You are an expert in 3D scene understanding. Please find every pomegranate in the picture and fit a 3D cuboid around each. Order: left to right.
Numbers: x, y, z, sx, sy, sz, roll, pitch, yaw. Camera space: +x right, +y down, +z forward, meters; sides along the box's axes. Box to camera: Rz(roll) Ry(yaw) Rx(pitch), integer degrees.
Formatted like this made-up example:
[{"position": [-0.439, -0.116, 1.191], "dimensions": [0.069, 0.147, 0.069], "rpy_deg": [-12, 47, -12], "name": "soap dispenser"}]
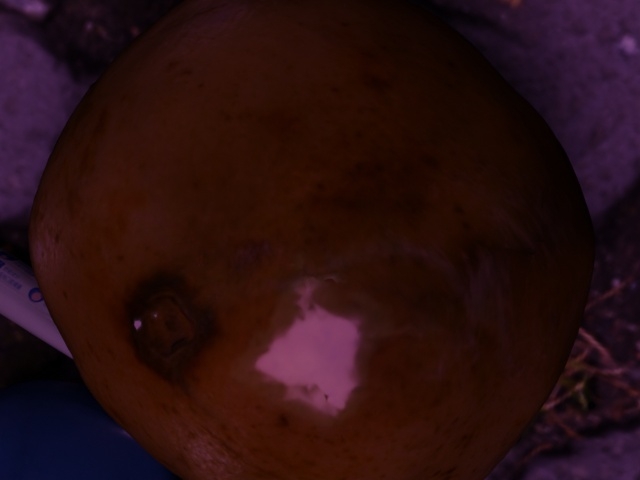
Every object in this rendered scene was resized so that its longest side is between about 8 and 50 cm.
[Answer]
[{"position": [-0.005, 0.010, 1.012], "dimensions": [0.307, 0.307, 0.307], "rpy_deg": [2, 114, 5], "name": "pomegranate"}]

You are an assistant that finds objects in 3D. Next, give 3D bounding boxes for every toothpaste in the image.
[{"position": [-0.135, 0.054, 1.141], "dimensions": [0.218, 0.052, 0.033], "rpy_deg": [30, 120, 21], "name": "toothpaste"}]

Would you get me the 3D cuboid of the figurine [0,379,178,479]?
[{"position": [-0.050, 0.247, 1.188], "dimensions": [0.416, 0.243, 0.298], "rpy_deg": [47, 121, 7], "name": "figurine"}]
